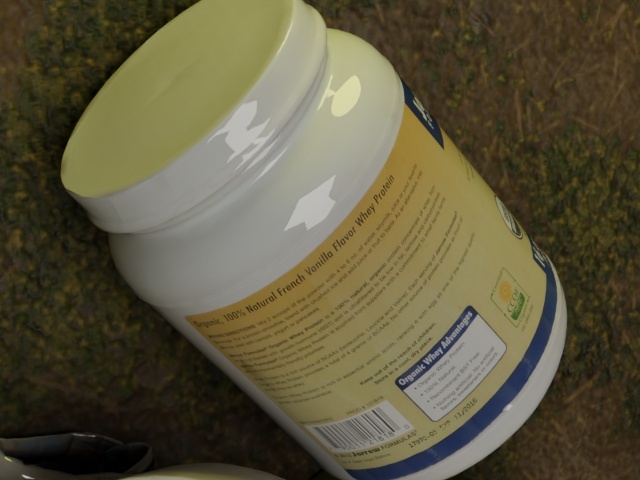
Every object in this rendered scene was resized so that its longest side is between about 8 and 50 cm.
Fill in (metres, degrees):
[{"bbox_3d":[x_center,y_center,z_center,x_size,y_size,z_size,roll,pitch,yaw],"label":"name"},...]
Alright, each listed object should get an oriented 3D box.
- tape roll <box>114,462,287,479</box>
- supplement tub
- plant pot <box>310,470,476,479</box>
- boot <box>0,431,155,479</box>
[{"bbox_3d":[-0.080,0.282,0.866,0.100,0.286,0.286,19,92,-75],"label":"tape roll"},{"bbox_3d":[0.000,0.000,0.958,0.228,0.228,0.316,-50,121,-11],"label":"supplement tub"},{"bbox_3d":[0.094,0.285,1.067,0.276,0.254,0.276,-7,104,-29],"label":"plant pot"},{"bbox_3d":[-0.130,0.208,1.008,0.258,0.095,0.123,11,103,-31],"label":"boot"}]
